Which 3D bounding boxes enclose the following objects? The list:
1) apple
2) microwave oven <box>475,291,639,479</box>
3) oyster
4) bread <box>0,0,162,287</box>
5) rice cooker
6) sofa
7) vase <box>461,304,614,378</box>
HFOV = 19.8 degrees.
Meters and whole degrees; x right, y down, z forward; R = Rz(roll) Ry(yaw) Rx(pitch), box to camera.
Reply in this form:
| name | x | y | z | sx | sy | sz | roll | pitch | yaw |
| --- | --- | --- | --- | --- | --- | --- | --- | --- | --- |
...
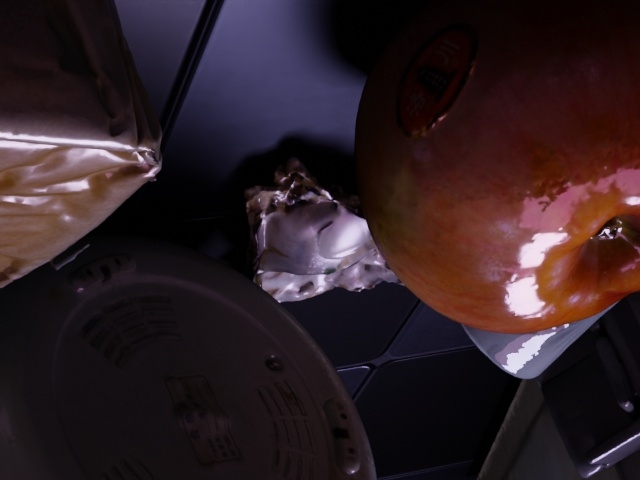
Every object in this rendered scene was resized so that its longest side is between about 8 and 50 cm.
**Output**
| name | x | y | z | sx | sy | sz | roll | pitch | yaw |
| --- | --- | --- | --- | --- | --- | --- | --- | --- | --- |
| apple | 0.118 | -0.049 | 0.939 | 0.209 | 0.164 | 0.209 | -17 | 153 | -9 |
| microwave oven | 0.304 | 0.238 | 1.443 | 0.247 | 0.333 | 0.394 | -10 | 154 | -11 |
| oyster | 0.003 | 0.002 | 1.089 | 0.108 | 0.053 | 0.165 | 2 | 160 | -1 |
| bread | -0.193 | -0.053 | 0.776 | 0.210 | 0.110 | 0.192 | 2 | 153 | -37 |
| rice cooker | -0.133 | 0.163 | 1.052 | 0.288 | 0.288 | 0.277 | 3 | 145 | -39 |
| sofa | 0.176 | 0.080 | 1.253 | 0.085 | 0.147 | 0.060 | -34 | 154 | 26 |
| vase | 0.190 | -0.007 | 1.162 | 0.219 | 0.096 | 0.096 | -37 | 149 | 27 |
